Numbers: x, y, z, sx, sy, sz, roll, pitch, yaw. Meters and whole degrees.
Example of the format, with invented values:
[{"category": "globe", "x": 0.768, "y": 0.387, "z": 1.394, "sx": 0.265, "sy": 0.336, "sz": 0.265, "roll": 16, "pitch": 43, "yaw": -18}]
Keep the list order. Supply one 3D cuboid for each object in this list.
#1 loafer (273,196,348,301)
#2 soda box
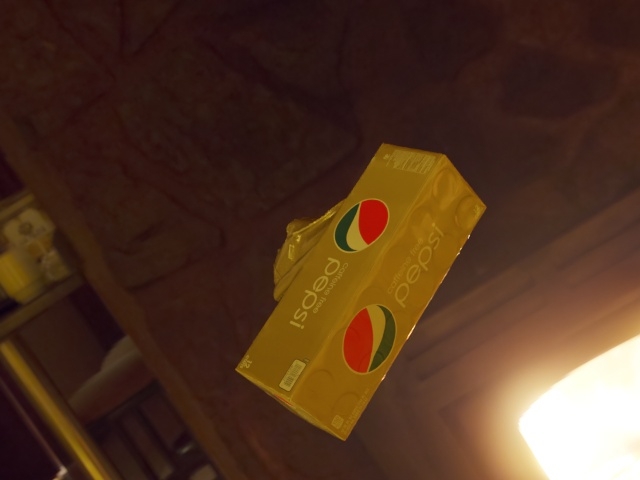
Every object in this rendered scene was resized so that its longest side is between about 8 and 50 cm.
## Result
[{"category": "loafer", "x": 0.000, "y": 0.000, "z": 0.713, "sx": 0.056, "sy": 0.050, "sz": 0.148, "roll": -1, "pitch": -27, "yaw": -36}, {"category": "soda box", "x": 0.029, "y": 0.029, "z": 0.588, "sx": 0.058, "sy": 0.061, "sz": 0.181, "roll": 19, "pitch": 70, "yaw": 48}]
